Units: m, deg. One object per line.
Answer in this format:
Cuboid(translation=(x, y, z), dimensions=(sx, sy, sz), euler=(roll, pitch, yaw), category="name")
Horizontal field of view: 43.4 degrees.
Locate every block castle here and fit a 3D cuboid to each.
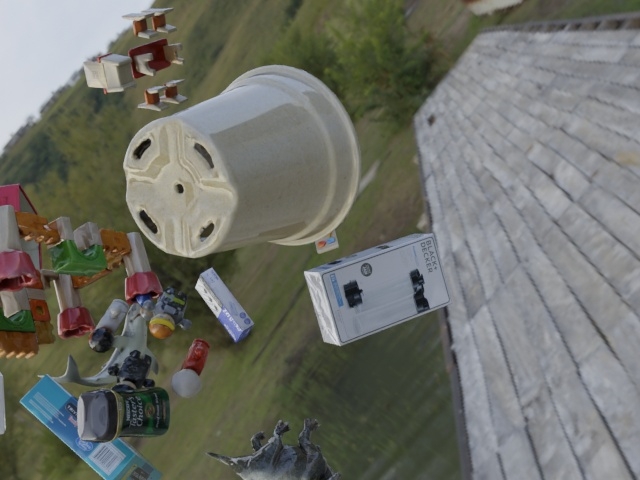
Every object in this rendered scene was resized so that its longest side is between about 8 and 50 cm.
Cuboid(translation=(-0.582, 0.107, 1.693), dimensions=(0.303, 0.213, 0.453), euler=(-26, -19, 22), category="block castle")

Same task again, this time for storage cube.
Cuboid(translation=(-0.781, -0.005, 1.905), dimensions=(0.215, 0.193, 0.184), euler=(94, 166, -66), category="storage cube")

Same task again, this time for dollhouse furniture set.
Cuboid(translation=(-0.504, -0.488, 2.214), dimensions=(0.259, 0.135, 0.262), euler=(-36, -52, -47), category="dollhouse furniture set")

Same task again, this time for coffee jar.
Cuboid(translation=(-0.359, 0.317, 1.469), dimensions=(0.079, 0.096, 0.184), euler=(-9, -11, 28), category="coffee jar")

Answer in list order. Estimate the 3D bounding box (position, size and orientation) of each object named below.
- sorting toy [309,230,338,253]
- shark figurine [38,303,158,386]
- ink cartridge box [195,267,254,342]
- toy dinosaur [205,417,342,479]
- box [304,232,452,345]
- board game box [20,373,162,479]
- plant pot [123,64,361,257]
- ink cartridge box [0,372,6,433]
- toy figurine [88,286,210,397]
Cuboid(translation=(0.000, 0.000, 1.985), dimensions=(0.083, 0.062, 0.012), euler=(-19, -16, 17), category="sorting toy")
Cuboid(translation=(-0.486, 0.282, 1.829), dimensions=(0.116, 0.166, 0.278), euler=(-16, 17, 39), category="shark figurine")
Cuboid(translation=(-0.277, 0.186, 2.316), dimensions=(0.046, 0.207, 0.097), euler=(-32, -13, -30), category="ink cartridge box")
Cuboid(translation=(-0.075, 0.436, 1.577), dimensions=(0.160, 0.313, 0.121), euler=(-76, -2, -60), category="toy dinosaur")
Cuboid(translation=(0.128, 0.101, 1.747), dimensions=(0.290, 0.169, 0.087), euler=(-17, 5, -23), category="box")
Cuboid(translation=(-0.481, 0.431, 1.735), dimensions=(0.079, 0.253, 0.336), euler=(-48, -14, -18), category="board game box")
Cuboid(translation=(-0.148, -0.113, 1.357), dimensions=(0.334, 0.334, 0.305), euler=(-50, -13, 33), category="plant pot")
Cuboid(translation=(-0.947, 0.435, 2.111), dimensions=(0.092, 0.219, 0.160), euler=(-175, 84, -65), category="ink cartridge box")
Cuboid(translation=(-0.339, 0.215, 1.588), dimensions=(0.213, 0.210, 0.148), euler=(-10, 28, 11), category="toy figurine")
